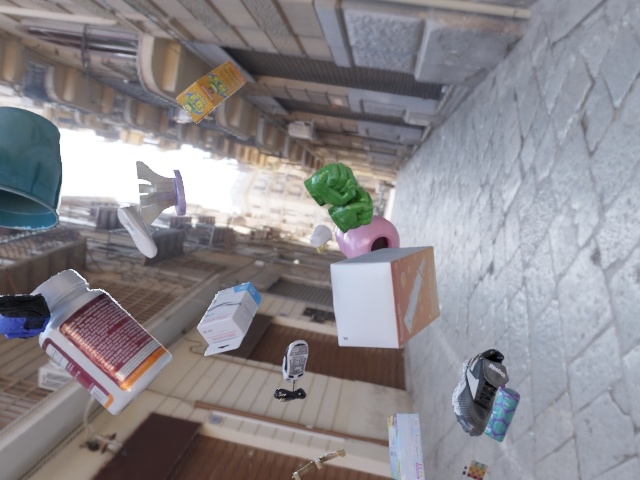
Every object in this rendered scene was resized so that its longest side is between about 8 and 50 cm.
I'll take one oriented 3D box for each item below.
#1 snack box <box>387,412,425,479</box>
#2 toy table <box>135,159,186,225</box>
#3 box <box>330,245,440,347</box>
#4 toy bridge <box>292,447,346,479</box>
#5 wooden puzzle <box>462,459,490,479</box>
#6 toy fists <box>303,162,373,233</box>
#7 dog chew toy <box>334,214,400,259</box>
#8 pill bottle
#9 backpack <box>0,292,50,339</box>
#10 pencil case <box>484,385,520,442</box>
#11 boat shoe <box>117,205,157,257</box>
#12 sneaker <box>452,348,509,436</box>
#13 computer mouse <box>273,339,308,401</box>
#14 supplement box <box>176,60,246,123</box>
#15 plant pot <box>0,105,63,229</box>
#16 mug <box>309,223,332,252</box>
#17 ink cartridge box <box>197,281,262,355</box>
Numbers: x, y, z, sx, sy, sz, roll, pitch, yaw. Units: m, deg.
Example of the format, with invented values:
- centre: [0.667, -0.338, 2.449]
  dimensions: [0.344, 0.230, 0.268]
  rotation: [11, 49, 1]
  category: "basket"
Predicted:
- centre: [0.239, 0.587, 1.426]
  dimensions: [0.207, 0.070, 0.174]
  rotation: [87, -178, -68]
  category: "snack box"
- centre: [-0.610, -0.182, 1.912]
  dimensions: [0.274, 0.161, 0.251]
  rotation: [-160, 65, -68]
  category: "toy table"
- centre: [0.189, 0.140, 1.367]
  dimensions: [0.345, 0.169, 0.214]
  rotation: [-13, -83, -59]
  category: "box"
- centre: [-0.008, 0.738, 1.657]
  dimensions: [0.026, 0.188, 0.063]
  rotation: [65, 165, 10]
  category: "toy bridge"
- centre: [0.450, 0.663, 1.445]
  dimensions: [0.006, 0.083, 0.049]
  rotation: [172, 120, -85]
  category: "wooden puzzle"
- centre: [0.074, -0.131, 1.560]
  dimensions: [0.279, 0.142, 0.096]
  rotation: [47, -167, -42]
  category: "toy fists"
- centre: [0.156, -0.007, 1.881]
  dimensions: [0.332, 0.207, 0.206]
  rotation: [-149, 66, -66]
  category: "dog chew toy"
- centre: [-0.640, 0.283, 1.433]
  dimensions: [0.224, 0.392, 0.224]
  rotation: [-46, 0, 0]
  category: "pill bottle"
- centre: [-0.753, 0.193, 1.245]
  dimensions: [0.120, 0.098, 0.101]
  rotation: [11, -68, -49]
  category: "backpack"
- centre: [0.514, 0.492, 1.428]
  dimensions: [0.070, 0.065, 0.151]
  rotation: [-128, 55, -71]
  category: "pencil case"
- centre: [-0.553, -0.030, 1.553]
  dimensions: [0.063, 0.184, 0.066]
  rotation: [-31, -14, -49]
  category: "boat shoe"
- centre: [0.340, 0.303, 1.048]
  dimensions: [0.106, 0.078, 0.234]
  rotation: [-53, -3, 32]
  category: "sneaker"
- centre: [-0.078, 0.372, 1.450]
  dimensions: [0.042, 0.106, 0.192]
  rotation: [24, 108, 56]
  category: "computer mouse"
- centre: [-0.273, -0.383, 1.280]
  dimensions: [0.078, 0.080, 0.233]
  rotation: [52, -149, -20]
  category: "supplement box"
- centre: [-0.802, -0.196, 1.307]
  dimensions: [0.271, 0.272, 0.255]
  rotation: [84, -171, -68]
  category: "plant pot"
- centre: [0.001, -0.003, 1.587]
  dimensions: [0.078, 0.062, 0.064]
  rotation: [54, -137, -14]
  category: "mug"
- centre: [-0.221, 0.185, 1.204]
  dimensions: [0.060, 0.104, 0.180]
  rotation: [62, -156, -24]
  category: "ink cartridge box"
